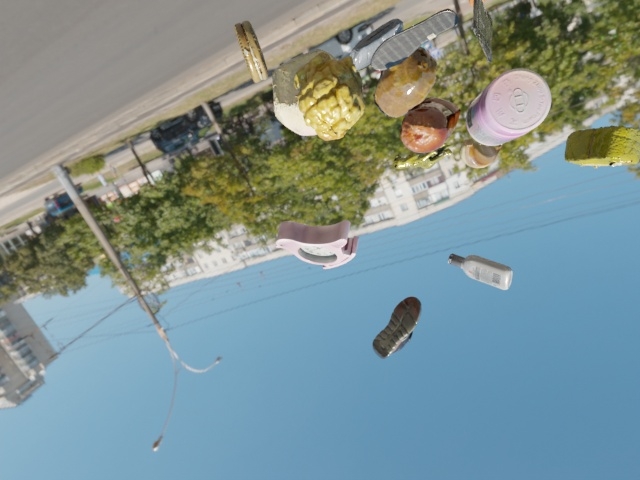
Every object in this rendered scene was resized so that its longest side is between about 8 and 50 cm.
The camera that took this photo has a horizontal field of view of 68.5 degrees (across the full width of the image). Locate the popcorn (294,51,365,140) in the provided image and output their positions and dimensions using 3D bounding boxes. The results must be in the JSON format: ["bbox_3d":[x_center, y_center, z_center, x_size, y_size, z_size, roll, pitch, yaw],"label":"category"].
[{"bbox_3d":[0.027,-0.410,1.328,0.190,0.250,0.250,-10,-161,11],"label":"popcorn"}]

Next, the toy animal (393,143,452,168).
[{"bbox_3d":[0.328,-0.264,1.487,0.136,0.073,0.181,-37,163,36],"label":"toy animal"}]

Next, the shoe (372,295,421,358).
[{"bbox_3d":[0.330,0.353,1.887,0.137,0.114,0.291,3,125,-49],"label":"shoe"}]

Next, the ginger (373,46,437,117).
[{"bbox_3d":[0.334,-0.622,1.833,0.223,0.200,0.269,-128,-123,-81],"label":"ginger"}]

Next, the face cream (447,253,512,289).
[{"bbox_3d":[0.735,0.132,2.177,0.291,0.144,0.071,20,-127,34],"label":"face cream"}]

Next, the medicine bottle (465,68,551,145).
[{"bbox_3d":[0.464,-0.327,1.186,0.152,0.152,0.254,-24,-179,9],"label":"medicine bottle"}]

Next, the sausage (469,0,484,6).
[{"bbox_3d":[0.626,-1.005,1.890,0.071,0.071,0.234,-19,174,22],"label":"sausage"}]

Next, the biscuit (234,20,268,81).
[{"bbox_3d":[-0.282,-0.776,1.939,0.079,0.259,0.259,-19,-164,0],"label":"biscuit"}]

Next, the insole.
[{"bbox_3d":[0.279,-0.610,1.445,0.309,0.110,0.012,-17,-120,40],"label":"insole"}]

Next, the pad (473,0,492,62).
[{"bbox_3d":[0.542,-0.723,1.568,0.022,0.174,0.233,-1,170,31],"label":"pad"}]

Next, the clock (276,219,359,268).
[{"bbox_3d":[0.000,0.000,1.710,0.290,0.275,0.080,-27,-135,52],"label":"clock"}]

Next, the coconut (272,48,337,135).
[{"bbox_3d":[-0.032,-0.530,1.732,0.297,0.297,0.254,-27,164,-4],"label":"coconut"}]

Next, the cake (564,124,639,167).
[{"bbox_3d":[1.098,-0.357,1.826,0.179,0.156,0.260,9,-176,-22],"label":"cake"}]

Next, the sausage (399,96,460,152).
[{"bbox_3d":[0.248,-0.262,1.050,0.097,0.094,0.348,26,-153,11],"label":"sausage"}]

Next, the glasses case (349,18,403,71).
[{"bbox_3d":[0.212,-0.737,1.770,0.282,0.067,0.109,-42,158,-22],"label":"glasses case"}]

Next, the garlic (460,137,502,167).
[{"bbox_3d":[0.725,-0.396,2.171,0.207,0.128,0.115,-1,-177,-26],"label":"garlic"}]
